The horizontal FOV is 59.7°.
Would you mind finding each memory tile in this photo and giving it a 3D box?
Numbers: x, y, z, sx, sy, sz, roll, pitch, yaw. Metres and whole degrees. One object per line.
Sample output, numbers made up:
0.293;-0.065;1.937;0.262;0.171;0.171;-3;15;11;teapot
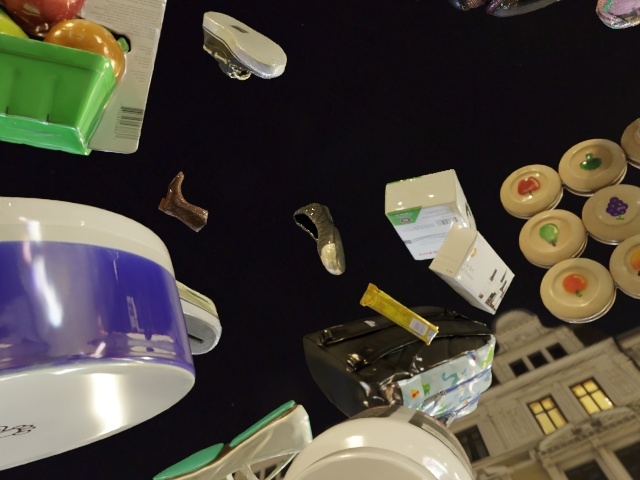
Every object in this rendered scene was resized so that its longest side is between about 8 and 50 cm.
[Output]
0.181;-0.023;0.303;0.148;0.113;0.012;-24;-41;21;memory tile

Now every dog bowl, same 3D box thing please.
-0.226;0.083;0.381;0.265;0.265;0.104;-22;-112;7;dog bowl

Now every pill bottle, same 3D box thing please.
0.069;0.296;0.608;0.211;0.363;0.210;-3;-104;12;pill bottle

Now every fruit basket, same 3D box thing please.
-0.414;-0.311;0.842;0.328;0.165;0.352;8;-112;-13;fruit basket

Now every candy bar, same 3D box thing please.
0.141;0.132;0.974;0.162;0.018;0.040;33;-100;-16;candy bar

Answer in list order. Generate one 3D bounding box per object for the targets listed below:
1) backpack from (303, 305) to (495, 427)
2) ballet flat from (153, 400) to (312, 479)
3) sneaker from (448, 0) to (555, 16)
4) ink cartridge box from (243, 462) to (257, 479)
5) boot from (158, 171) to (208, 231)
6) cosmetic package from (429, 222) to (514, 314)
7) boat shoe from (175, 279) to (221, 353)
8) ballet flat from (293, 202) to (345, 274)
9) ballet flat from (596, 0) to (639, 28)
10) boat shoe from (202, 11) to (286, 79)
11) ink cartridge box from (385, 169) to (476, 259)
0.193;0.258;1.164;0.356;0.290;0.273;-25;-67;-25;backpack
-0.191;0.504;1.247;0.401;0.139;0.139;-30;-71;7;ballet flat
0.118;-0.148;0.229;0.163;0.281;0.106;-23;-86;29;sneaker
-0.113;0.616;1.018;0.130;0.309;0.271;-25;-53;-9;ink cartridge box
-0.301;-0.088;1.290;0.114;0.037;0.106;30;-79;-1;boot
0.303;0.061;1.091;0.239;0.061;0.098;34;-99;-49;cosmetic package
-0.300;0.091;0.911;0.302;0.094;0.109;35;-76;-25;boat shoe
0.000;0.000;0.724;0.049;0.173;0.057;-14;-65;-4;ballet flat
0.431;-0.331;0.661;0.222;0.079;0.076;-31;-108;-6;ballet flat
-0.127;-0.302;0.908;0.078;0.219;0.070;-9;-49;-34;boat shoe
0.248;-0.050;1.228;0.153;0.086;0.208;-11;-34;22;ink cartridge box
